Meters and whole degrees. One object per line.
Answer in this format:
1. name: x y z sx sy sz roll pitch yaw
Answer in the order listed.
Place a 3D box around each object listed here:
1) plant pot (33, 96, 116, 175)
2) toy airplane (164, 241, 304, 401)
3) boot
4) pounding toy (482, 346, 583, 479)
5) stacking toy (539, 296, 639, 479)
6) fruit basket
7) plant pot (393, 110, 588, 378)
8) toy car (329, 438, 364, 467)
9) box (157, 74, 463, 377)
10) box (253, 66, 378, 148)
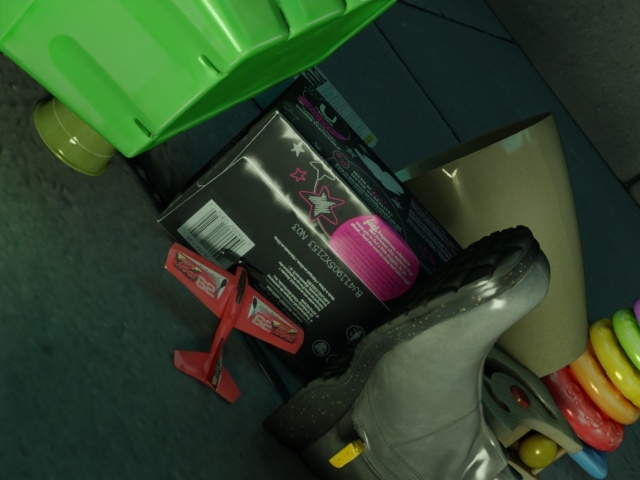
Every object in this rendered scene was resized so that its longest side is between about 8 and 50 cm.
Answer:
1. plant pot: -0.191 -0.112 1.023 0.083 0.079 0.083 40 26 -24
2. toy airplane: -0.078 0.072 0.989 0.151 0.028 0.151 29 44 -32
3. boot: 0.116 0.145 0.894 0.222 0.338 0.118 49 52 4
4. pounding toy: 0.191 0.156 1.231 0.269 0.155 0.154 35 23 -34
5. stacking toy: 0.397 0.136 1.455 0.166 0.302 0.175 47 24 -11
6. fruit basket: -0.138 -0.288 0.986 0.392 0.283 0.392 23 51 -32
7. plant pot: 0.203 0.023 1.394 0.274 0.257 0.256 67 22 -5
8. toy car: 0.015 0.209 0.887 0.060 0.122 0.040 38 16 15
9. box: 0.000 0.000 1.101 0.247 0.163 0.142 46 21 -9
10. box: -0.037 -0.187 1.447 0.244 0.060 0.100 50 22 -3
